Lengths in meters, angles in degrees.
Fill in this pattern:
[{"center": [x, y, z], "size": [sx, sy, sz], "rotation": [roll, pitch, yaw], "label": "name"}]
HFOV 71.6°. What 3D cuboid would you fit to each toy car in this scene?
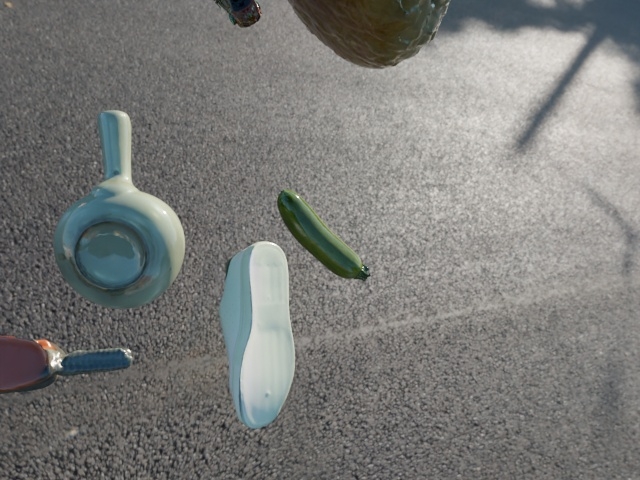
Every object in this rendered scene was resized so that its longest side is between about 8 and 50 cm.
[{"center": [-0.155, -0.433, 0.795], "size": [0.059, 0.035, 0.122], "rotation": [-35, 75, -8], "label": "toy car"}]

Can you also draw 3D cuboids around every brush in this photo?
[{"center": [-0.375, 0.132, 0.472], "size": [0.324, 0.051, 0.070], "rotation": [1, 76, -18], "label": "brush"}]

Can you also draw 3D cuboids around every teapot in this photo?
[{"center": [-0.325, -0.045, 0.762], "size": [0.220, 0.318, 0.149], "rotation": [20, 6, -9], "label": "teapot"}]

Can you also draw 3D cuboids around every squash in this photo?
[{"center": [0.000, 0.000, 0.904], "size": [0.258, 0.069, 0.069], "rotation": [46, 45, -16], "label": "squash"}]

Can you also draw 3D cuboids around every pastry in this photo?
[{"center": [0.032, -0.359, 0.567], "size": [0.136, 0.329, 0.329], "rotation": [-41, 72, -1], "label": "pastry"}]

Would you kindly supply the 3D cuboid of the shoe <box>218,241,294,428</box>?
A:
[{"center": [-0.105, 0.137, 0.676], "size": [0.095, 0.110, 0.264], "rotation": [11, 78, -39], "label": "shoe"}]
